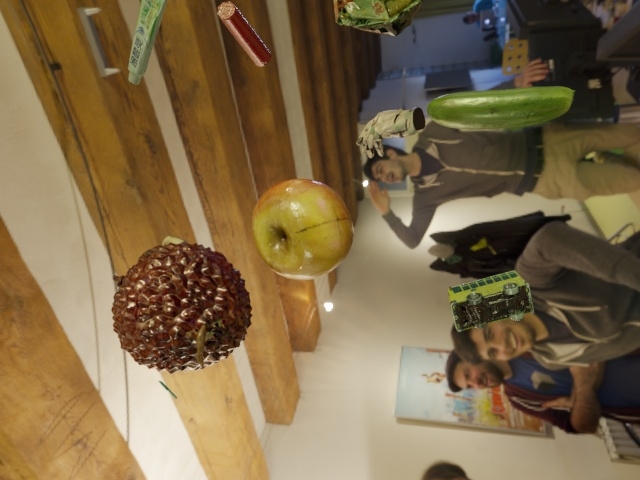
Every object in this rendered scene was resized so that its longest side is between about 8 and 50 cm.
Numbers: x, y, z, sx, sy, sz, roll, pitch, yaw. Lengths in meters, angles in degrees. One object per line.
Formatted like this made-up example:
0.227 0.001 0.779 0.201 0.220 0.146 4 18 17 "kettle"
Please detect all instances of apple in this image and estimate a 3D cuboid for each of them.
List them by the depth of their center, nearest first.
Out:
-0.044 -0.032 1.225 0.233 0.286 0.286 -18 -71 -51 "apple"

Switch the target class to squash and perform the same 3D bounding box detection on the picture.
0.375 -0.279 0.951 0.082 0.292 0.082 2 -90 -72 "squash"

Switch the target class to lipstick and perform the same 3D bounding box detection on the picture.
-0.255 -0.700 1.540 0.279 0.073 0.073 33 -122 -69 "lipstick"

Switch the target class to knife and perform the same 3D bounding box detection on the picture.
-0.433 0.422 1.270 0.014 0.091 0.005 30 -93 -53 "knife"

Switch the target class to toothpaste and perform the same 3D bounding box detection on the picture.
-0.488 -0.573 1.253 0.297 0.074 0.048 -55 5 36 "toothpaste"

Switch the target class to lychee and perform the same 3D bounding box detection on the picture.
-0.466 0.209 1.453 0.424 0.500 0.425 15 -90 -83 "lychee"

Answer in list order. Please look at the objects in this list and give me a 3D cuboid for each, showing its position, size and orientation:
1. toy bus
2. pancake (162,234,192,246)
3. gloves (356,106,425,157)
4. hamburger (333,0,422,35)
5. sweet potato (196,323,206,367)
0.384 0.139 1.035 0.101 0.175 0.088 -84 -24 -68 "toy bus"
-0.506 0.082 1.777 0.049 0.282 0.282 -60 -30 -30 "pancake"
0.179 -0.305 1.236 0.111 0.212 0.127 54 -131 -35 "gloves"
0.155 -0.560 0.975 0.214 0.235 0.125 -60 -38 -14 "hamburger"
-0.322 0.281 1.202 0.026 0.026 0.115 40 -131 -70 "sweet potato"
